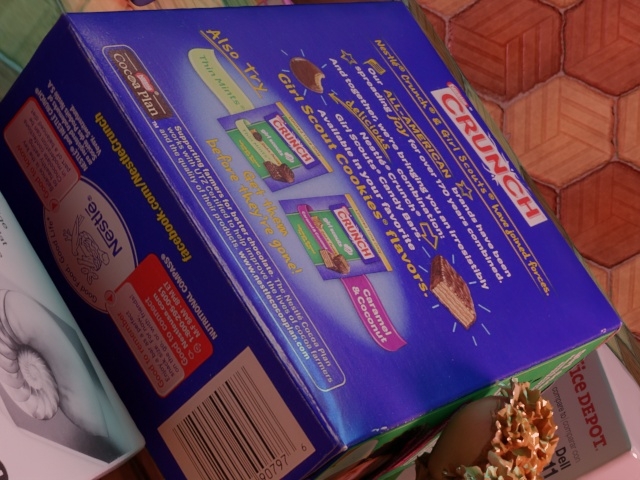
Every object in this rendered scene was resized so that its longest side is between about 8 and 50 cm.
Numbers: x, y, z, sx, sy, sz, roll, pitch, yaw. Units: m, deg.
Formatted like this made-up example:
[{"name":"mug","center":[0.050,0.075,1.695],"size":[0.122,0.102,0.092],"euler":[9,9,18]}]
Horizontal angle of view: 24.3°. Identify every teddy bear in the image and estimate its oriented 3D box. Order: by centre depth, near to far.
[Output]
[{"name":"teddy bear","center":[0.107,0.239,0.764],"size":[0.245,0.113,0.338],"euler":[-25,112,-79]}]

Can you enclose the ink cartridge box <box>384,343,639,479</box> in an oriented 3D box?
[{"name":"ink cartridge box","center":[0.141,0.174,1.080],"size":[0.087,0.208,0.153],"euler":[51,16,-29]}]

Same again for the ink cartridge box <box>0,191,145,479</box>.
[{"name":"ink cartridge box","center":[-0.166,0.020,0.685],"size":[0.223,0.045,0.224],"euler":[60,14,2]}]

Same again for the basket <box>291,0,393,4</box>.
[{"name":"basket","center":[-0.033,-0.361,1.690],"size":[0.227,0.154,0.204],"euler":[32,29,-53]}]

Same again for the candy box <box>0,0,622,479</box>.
[{"name":"candy box","center":[0.000,0.000,0.860],"size":[0.317,0.122,0.268],"euler":[-14,66,-52]}]

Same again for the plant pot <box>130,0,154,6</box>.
[{"name":"plant pot","center":[-0.114,-0.344,1.226],"size":[0.236,0.236,0.212],"euler":[55,21,-20]}]

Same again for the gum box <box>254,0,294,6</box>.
[{"name":"gum box","center":[-0.014,-0.154,1.501],"size":[0.107,0.062,0.188],"euler":[35,28,-58]}]
